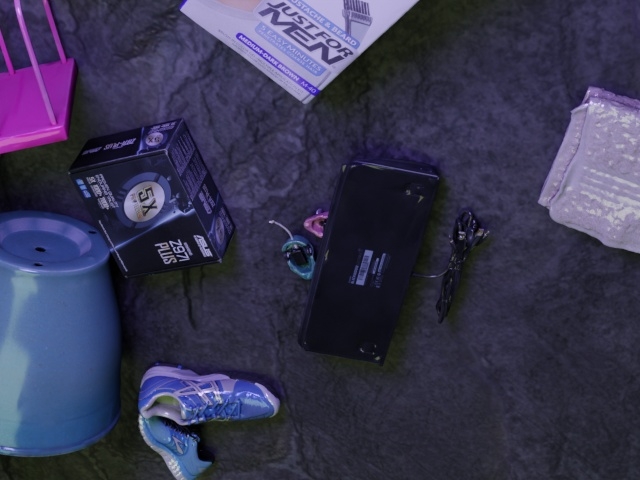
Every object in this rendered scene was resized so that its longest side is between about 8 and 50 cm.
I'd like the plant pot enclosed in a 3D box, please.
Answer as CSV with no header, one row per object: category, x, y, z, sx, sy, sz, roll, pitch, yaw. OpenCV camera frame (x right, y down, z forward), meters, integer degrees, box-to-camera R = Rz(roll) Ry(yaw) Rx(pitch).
plant pot,-0.386,0.107,1.882,0.271,0.272,0.255,15,114,5

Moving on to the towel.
towel,0.409,-0.062,1.637,0.282,0.049,0.187,17,130,3

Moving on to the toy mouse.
toy mouse,0.000,0.000,1.816,0.143,0.031,0.161,26,129,-4

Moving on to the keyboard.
keyboard,0.094,0.034,1.791,0.201,0.033,0.317,11,127,-5

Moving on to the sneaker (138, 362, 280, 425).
sneaker,-0.162,0.235,2.013,0.211,0.081,0.080,3,126,12

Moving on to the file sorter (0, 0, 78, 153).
file sorter,-0.453,-0.208,1.631,0.290,0.202,0.182,-12,121,1

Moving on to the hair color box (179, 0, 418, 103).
hair color box,0.010,-0.300,1.477,0.185,0.110,0.339,36,144,-12

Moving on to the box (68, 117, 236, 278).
box,-0.215,-0.051,1.810,0.147,0.077,0.180,-10,123,22

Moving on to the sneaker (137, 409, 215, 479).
sneaker,-0.215,0.288,2.096,0.073,0.063,0.162,-28,121,12
